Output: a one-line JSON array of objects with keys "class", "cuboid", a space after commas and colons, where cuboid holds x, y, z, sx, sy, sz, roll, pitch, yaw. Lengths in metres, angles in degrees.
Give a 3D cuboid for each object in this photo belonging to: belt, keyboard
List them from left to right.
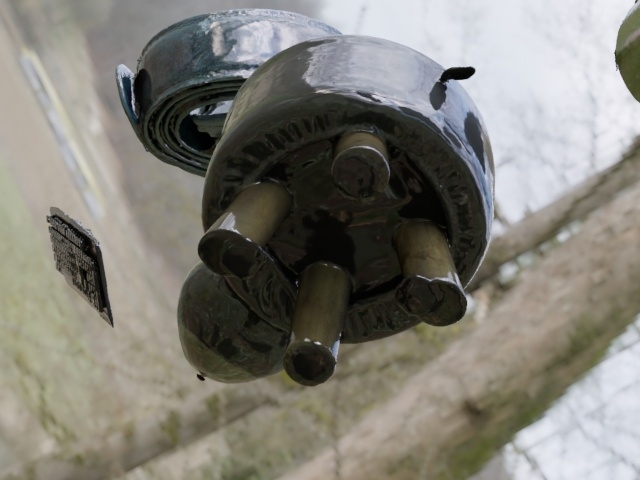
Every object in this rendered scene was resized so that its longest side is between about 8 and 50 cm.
[{"class": "keyboard", "cuboid": [-0.202, 0.020, 1.363, 0.196, 0.015, 0.074, -153, -124, -69]}, {"class": "belt", "cuboid": [-0.080, -0.149, 1.679, 0.206, 0.267, 0.116, 131, -40, -52]}]

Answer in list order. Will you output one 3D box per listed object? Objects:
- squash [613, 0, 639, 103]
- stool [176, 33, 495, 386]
[{"class": "squash", "cuboid": [0.243, -0.138, 1.029, 0.105, 0.105, 0.132, 60, -3, 12]}, {"class": "stool", "cuboid": [0.008, 0.004, 0.877, 0.139, 0.153, 0.228, -78, -177, -59]}]
